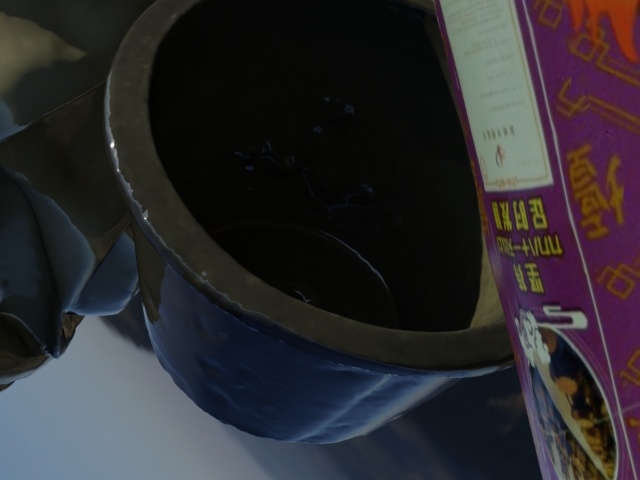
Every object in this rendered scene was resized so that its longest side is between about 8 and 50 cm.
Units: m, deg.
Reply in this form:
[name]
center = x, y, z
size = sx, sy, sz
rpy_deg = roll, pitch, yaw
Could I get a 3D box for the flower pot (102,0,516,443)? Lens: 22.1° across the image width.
[flower pot]
center = 0.000, 0.000, 0.860
size = 0.269, 0.269, 0.166
rpy_deg = 49, 138, 19

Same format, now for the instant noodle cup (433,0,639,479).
[instant noodle cup]
center = 0.175, -0.056, 0.473
size = 0.340, 0.339, 0.266
rpy_deg = -163, 51, -81

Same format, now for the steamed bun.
[steamed bun]
center = -0.204, -0.059, 1.047
size = 0.255, 0.368, 0.342
rpy_deg = 34, -176, -1
